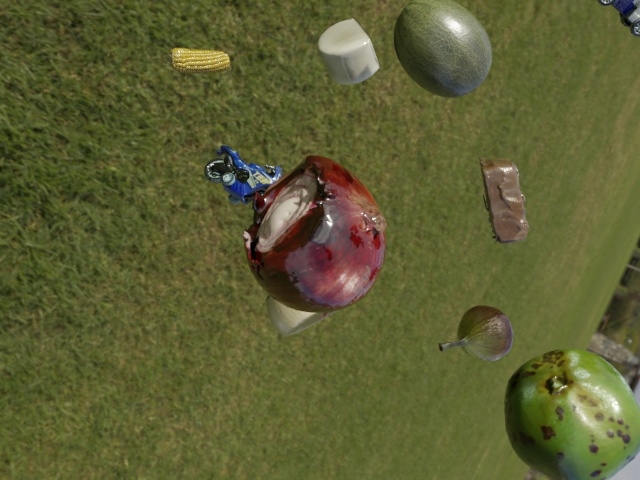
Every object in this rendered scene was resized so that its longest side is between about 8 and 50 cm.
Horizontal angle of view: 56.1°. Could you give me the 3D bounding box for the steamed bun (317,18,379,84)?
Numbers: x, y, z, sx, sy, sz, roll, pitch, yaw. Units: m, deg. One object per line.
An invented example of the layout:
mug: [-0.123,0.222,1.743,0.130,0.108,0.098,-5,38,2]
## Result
steamed bun: [0.084,-0.628,2.020,0.164,0.241,0.146,-26,131,4]

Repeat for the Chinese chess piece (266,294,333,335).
Chinese chess piece: [-0.012,0.170,1.901,0.338,0.140,0.338,-29,167,-7]

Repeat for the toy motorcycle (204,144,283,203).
toy motorcycle: [-0.227,-0.199,1.897,0.169,0.315,0.113,-47,155,-19]

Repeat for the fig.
fig: [0.426,0.280,1.685,0.231,0.160,0.143,-29,155,-14]

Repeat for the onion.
onion: [-0.006,0.006,1.306,0.341,0.341,0.341,-40,144,-38]

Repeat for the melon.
melon: [0.342,-0.550,1.702,0.237,0.302,0.237,-45,-166,14]

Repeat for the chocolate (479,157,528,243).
chocolate: [0.462,-0.109,1.518,0.148,0.093,0.214,-61,140,-73]

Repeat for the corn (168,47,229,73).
corn: [-0.177,-0.264,0.886,0.092,0.037,0.037,-11,124,-30]

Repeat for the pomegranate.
pomegranate: [0.280,0.213,0.660,0.122,0.143,0.169,-76,151,-70]

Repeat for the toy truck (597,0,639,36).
toy truck: [0.805,-0.670,1.572,0.155,0.268,0.124,-47,-164,32]
